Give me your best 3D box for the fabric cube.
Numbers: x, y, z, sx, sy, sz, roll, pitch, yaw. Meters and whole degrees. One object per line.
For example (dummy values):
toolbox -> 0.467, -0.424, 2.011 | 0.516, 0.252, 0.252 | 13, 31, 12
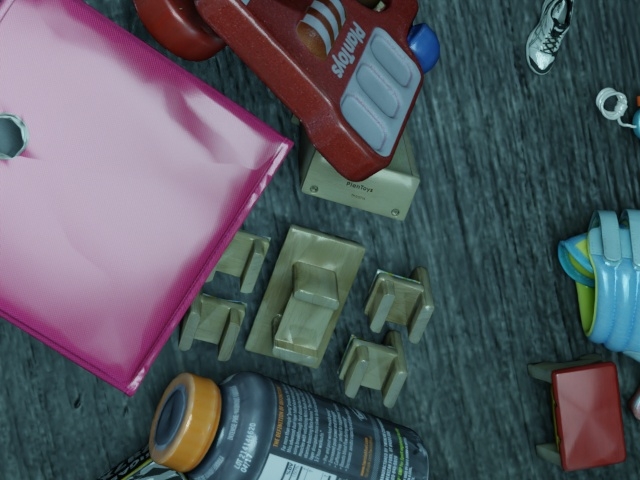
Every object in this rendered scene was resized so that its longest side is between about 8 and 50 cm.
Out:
fabric cube -> -0.213, -0.056, 1.367 | 0.258, 0.259, 0.254 | 34, 89, -12

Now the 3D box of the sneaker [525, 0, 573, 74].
sneaker -> 0.222, -0.201, 1.536 | 0.032, 0.037, 0.083 | 13, 96, -12

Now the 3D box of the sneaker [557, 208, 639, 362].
sneaker -> 0.350, -0.023, 1.538 | 0.208, 0.127, 0.319 | 19, 77, 4

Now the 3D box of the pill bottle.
pill bottle -> -0.033, 0.199, 1.468 | 0.246, 0.130, 0.130 | 23, 92, -23

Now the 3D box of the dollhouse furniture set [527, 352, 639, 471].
dollhouse furniture set -> 0.339, 0.295, 1.552 | 0.201, 0.152, 0.374 | -9, 98, -8

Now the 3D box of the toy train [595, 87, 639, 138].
toy train -> 0.343, -0.165, 1.558 | 0.125, 0.046, 0.166 | 41, 86, -10

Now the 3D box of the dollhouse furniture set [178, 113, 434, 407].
dollhouse furniture set -> 0.000, 0.000, 1.495 | 0.212, 0.161, 0.242 | 16, 116, -11

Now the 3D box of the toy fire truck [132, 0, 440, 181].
toy fire truck -> -0.003, -0.211, 1.387 | 0.169, 0.302, 0.254 | -32, 109, 31

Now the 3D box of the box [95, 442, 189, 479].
box -> -0.162, 0.389, 1.519 | 0.257, 0.079, 0.322 | -34, 101, -2
